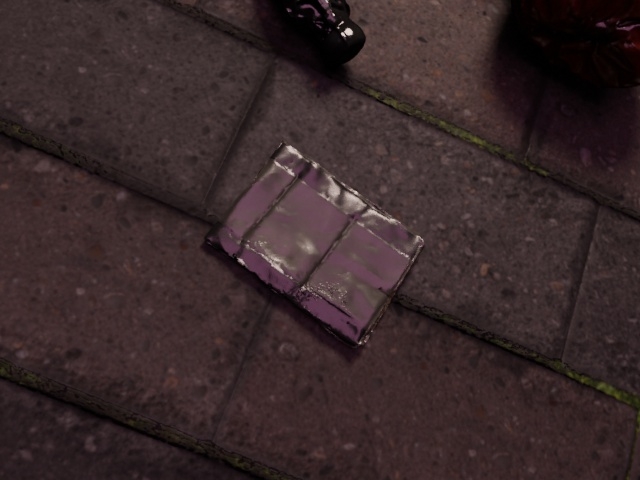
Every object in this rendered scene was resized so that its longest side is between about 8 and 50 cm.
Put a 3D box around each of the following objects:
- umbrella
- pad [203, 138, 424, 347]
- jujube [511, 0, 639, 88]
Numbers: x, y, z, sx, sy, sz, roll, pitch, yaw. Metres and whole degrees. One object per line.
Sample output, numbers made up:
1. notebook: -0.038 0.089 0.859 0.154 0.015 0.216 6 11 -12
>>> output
1. umbrella: -0.045 -0.397 0.757 0.113 0.106 0.358 -28 83 -20
2. pad: 0.000 0.000 0.710 0.233 0.022 0.174 36 73 1
3. jujube: 0.384 -0.329 0.766 0.232 0.213 0.213 31 72 -10
